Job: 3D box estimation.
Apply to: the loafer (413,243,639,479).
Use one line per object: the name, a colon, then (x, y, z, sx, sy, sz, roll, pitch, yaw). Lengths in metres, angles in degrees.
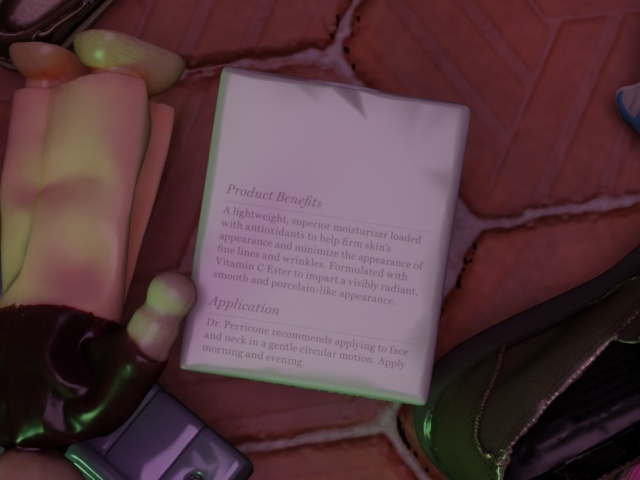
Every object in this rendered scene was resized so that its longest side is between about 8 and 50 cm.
loafer: (0.238, 0.067, 1.173, 0.366, 0.130, 0.134, -34, 117, 3)

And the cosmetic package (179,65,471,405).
cosmetic package: (0.000, 0.000, 1.179, 0.151, 0.151, 0.183, 10, 87, -2)

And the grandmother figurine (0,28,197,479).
grandmother figurine: (-0.153, 0.049, 1.132, 0.104, 0.208, 0.342, 20, 72, -39)

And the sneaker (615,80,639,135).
sneaker: (0.273, -0.157, 1.214, 0.092, 0.087, 0.228, 31, 93, 29)

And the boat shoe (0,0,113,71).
boat shoe: (-0.131, -0.218, 1.219, 0.095, 0.095, 0.257, 33, 87, 1)

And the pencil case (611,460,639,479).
pencil case: (0.159, 0.218, 1.161, 0.209, 0.095, 0.098, -37, 105, -32)

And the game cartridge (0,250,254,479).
game cartridge: (-0.241, 0.205, 1.190, 0.230, 0.068, 0.355, 39, 85, 9)
